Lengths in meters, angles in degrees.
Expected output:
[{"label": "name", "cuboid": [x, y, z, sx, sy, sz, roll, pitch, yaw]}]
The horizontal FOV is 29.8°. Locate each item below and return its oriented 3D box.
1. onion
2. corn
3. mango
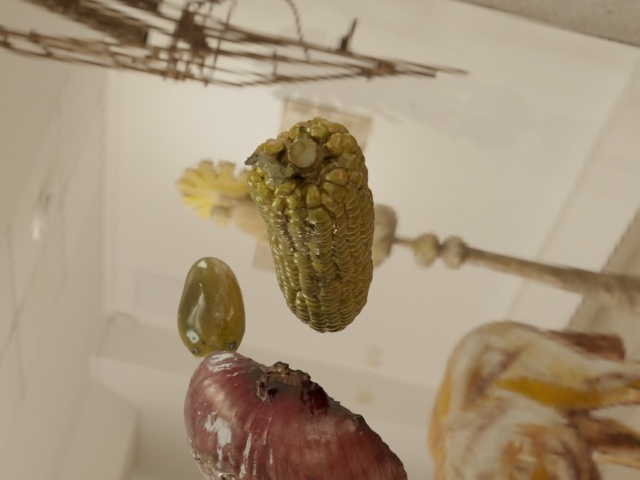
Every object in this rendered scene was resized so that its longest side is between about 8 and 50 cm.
[{"label": "onion", "cuboid": [-0.024, 0.234, 1.153, 0.120, 0.227, 0.283, -52, -39, -22]}, {"label": "corn", "cuboid": [0.000, 0.000, 1.021, 0.291, 0.101, 0.101, 81, -161, -60]}, {"label": "mango", "cuboid": [-0.147, 0.088, 1.609, 0.103, 0.076, 0.161, -42, 42, 33]}]
